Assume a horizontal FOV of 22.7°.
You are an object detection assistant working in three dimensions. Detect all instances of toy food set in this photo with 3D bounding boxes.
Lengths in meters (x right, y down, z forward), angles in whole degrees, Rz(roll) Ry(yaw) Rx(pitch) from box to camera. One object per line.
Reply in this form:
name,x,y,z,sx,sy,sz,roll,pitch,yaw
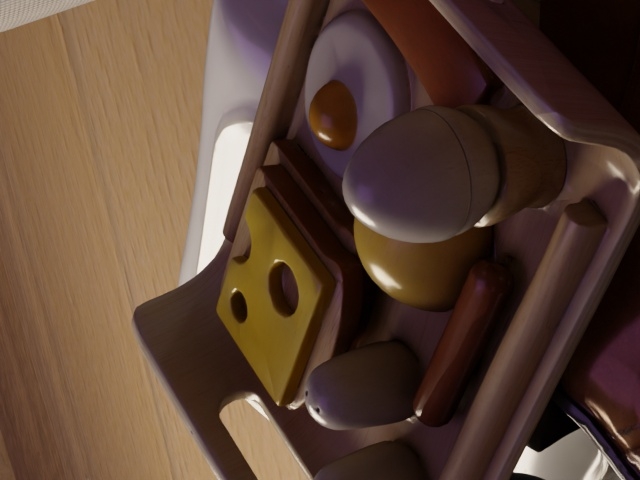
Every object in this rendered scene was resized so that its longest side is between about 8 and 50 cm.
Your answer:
toy food set,0.000,0.000,0.670,0.220,0.092,0.306,54,140,35

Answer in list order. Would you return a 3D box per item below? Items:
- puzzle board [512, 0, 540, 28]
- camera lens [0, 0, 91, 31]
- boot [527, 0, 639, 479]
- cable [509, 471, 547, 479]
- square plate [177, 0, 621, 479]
puzzle board,0.088,-0.087,0.806,0.128,0.011,0.096,33,142,57
camera lens,-0.161,-0.237,0.885,0.219,0.274,0.219,50,153,37
boot,0.176,-0.017,0.590,0.264,0.096,0.280,35,128,38
cable,0.128,0.178,0.807,0.184,0.150,0.047,56,-144,-46
square plate,0.045,0.060,0.865,0.344,0.049,0.347,40,149,17
